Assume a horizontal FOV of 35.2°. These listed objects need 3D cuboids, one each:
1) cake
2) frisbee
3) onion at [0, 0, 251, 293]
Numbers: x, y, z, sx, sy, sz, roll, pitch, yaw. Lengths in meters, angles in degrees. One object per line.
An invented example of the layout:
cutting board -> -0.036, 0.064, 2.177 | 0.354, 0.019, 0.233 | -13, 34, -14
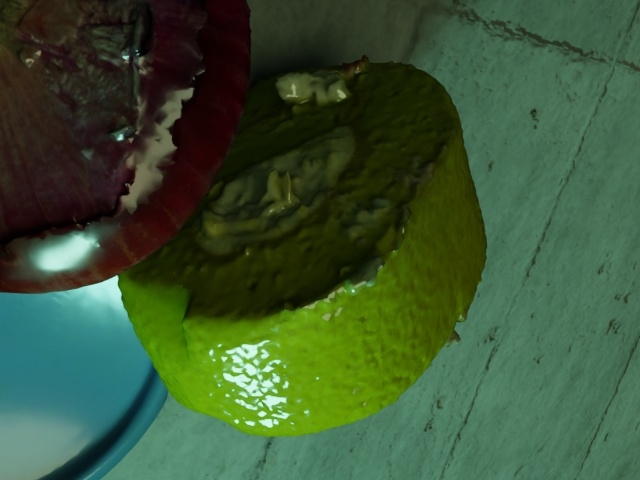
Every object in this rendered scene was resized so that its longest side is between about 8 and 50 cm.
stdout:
cake -> 0.000, 0.000, 0.657 | 0.260, 0.179, 0.156 | -63, 142, -38
frisbee -> -0.227, 0.070, 0.653 | 0.290, 0.049, 0.289 | -14, 123, -23
onion -> -0.146, -0.096, 0.516 | 0.248, 0.248, 0.161 | -64, 158, 10
